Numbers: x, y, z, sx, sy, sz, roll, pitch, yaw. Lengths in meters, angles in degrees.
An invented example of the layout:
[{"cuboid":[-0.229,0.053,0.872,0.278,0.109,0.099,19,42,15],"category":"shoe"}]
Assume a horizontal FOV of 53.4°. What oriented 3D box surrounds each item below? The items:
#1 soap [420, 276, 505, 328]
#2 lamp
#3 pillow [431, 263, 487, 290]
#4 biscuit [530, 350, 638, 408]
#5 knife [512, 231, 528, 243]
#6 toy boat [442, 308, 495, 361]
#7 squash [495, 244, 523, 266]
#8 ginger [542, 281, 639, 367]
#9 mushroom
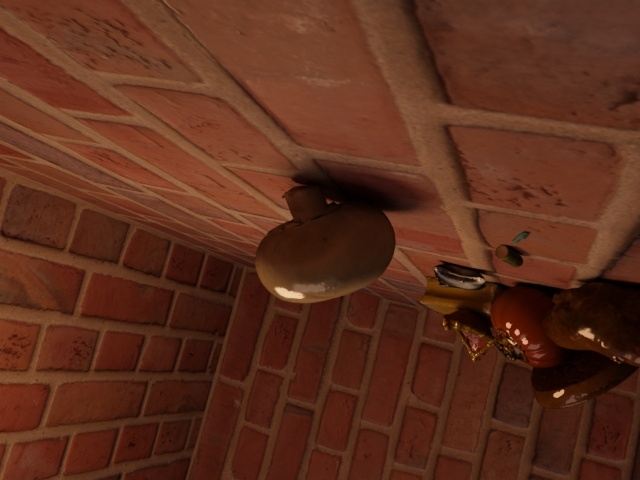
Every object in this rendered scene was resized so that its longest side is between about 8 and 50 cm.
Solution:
[{"cuboid":[0.455,0.188,1.853,0.199,0.091,0.315,30,166,-26],"category":"soap"},{"cuboid":[0.526,0.214,1.584,0.223,0.196,0.223,51,173,9],"category":"lamp"},{"cuboid":[0.345,0.091,1.578,0.135,0.055,0.091,9,140,18],"category":"pillow"},{"cuboid":[0.677,0.288,1.559,0.350,0.070,0.394,-36,176,28],"category":"biscuit"},{"cuboid":[0.333,-0.004,1.057,0.014,0.005,0.091,15,172,9],"category":"knife"},{"cuboid":[0.416,0.257,1.787,0.141,0.099,0.318,16,164,33],"category":"toy boat"},{"cuboid":[0.359,0.032,1.196,0.027,0.027,0.083,8,171,43],"category":"squash"},{"cuboid":[0.576,0.159,1.283,0.165,0.172,0.321,-23,-167,-20],"category":"ginger"},{"cuboid":[0.000,0.000,1.077,0.246,0.202,0.246,-25,-169,5],"category":"mushroom"}]
